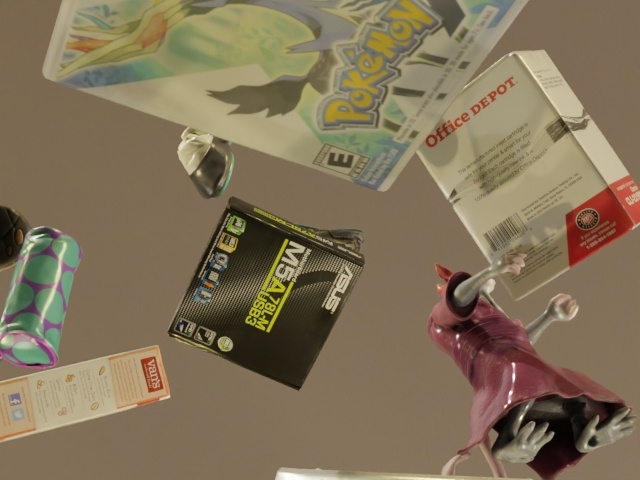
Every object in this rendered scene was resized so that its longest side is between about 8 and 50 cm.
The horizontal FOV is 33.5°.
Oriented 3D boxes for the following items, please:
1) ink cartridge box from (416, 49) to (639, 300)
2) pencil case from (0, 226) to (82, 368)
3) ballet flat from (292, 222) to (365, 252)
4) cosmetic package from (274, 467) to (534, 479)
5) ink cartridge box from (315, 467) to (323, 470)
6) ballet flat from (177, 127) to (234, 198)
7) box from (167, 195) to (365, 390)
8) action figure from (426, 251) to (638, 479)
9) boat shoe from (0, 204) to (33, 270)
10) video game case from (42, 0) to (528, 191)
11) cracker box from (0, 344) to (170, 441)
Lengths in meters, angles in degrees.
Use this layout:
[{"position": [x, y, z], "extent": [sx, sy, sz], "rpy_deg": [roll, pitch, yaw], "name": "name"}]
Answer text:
[{"position": [0.277, -0.090, 1.421], "extent": [0.197, 0.114, 0.272], "rpy_deg": [-37, -98, 32], "name": "ink cartridge box"}, {"position": [-0.286, 0.059, 1.087], "extent": [0.065, 0.070, 0.151], "rpy_deg": [3, -133, -1], "name": "pencil case"}, {"position": [0.000, 0.000, 1.402], "extent": [0.114, 0.041, 0.041], "rpy_deg": [6, -111, 6], "name": "ballet flat"}, {"position": [0.104, 0.244, 0.680], "extent": [0.225, 0.224, 0.138], "rpy_deg": [-10, -124, 49], "name": "cosmetic package"}, {"position": [0.043, 0.394, 1.322], "extent": [0.086, 0.148, 0.203], "rpy_deg": [-35, -82, -20], "name": "ink cartridge box"}, {"position": [-0.150, -0.113, 1.371], "extent": [0.074, 0.074, 0.203], "rpy_deg": [-14, -155, 5], "name": "ballet flat"}, {"position": [-0.067, 0.067, 1.311], "extent": [0.184, 0.045, 0.190], "rpy_deg": [26, -75, -7], "name": "box"}, {"position": [0.238, 0.168, 1.424], "extent": [0.275, 0.248, 0.370], "rpy_deg": [-50, -141, 7], "name": "action figure"}, {"position": [-0.587, 0.013, 1.603], "extent": [0.324, 0.120, 0.122], "rpy_deg": [0, -98, -1], "name": "boat shoe"}, {"position": [-0.018, -0.182, 0.755], "extent": [0.300, 0.329, 0.036], "rpy_deg": [18, -129, -15], "name": "video game case"}, {"position": [-0.307, 0.182, 1.217], "extent": [0.232, 0.156, 0.067], "rpy_deg": [-12, -96, -27], "name": "cracker box"}]
